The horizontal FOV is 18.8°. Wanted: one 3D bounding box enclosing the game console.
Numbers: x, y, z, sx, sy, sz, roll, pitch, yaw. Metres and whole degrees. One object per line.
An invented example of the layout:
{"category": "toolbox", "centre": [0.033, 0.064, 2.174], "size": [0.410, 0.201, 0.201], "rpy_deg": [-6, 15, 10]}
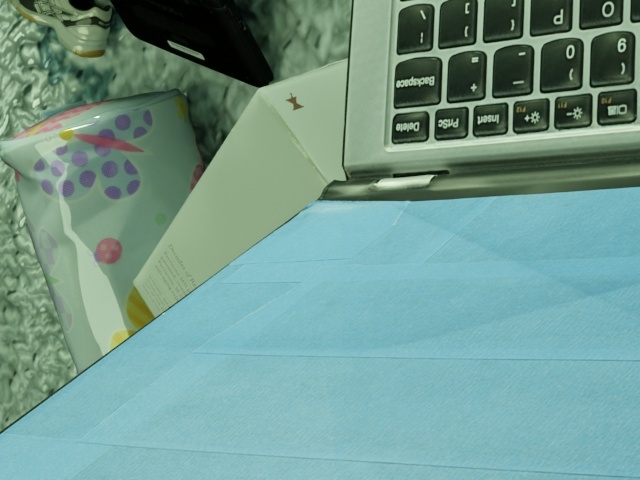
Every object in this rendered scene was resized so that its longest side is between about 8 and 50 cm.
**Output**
{"category": "game console", "centre": [-0.066, -0.155, 1.057], "size": [0.122, 0.071, 0.107], "rpy_deg": [26, 155, 41]}

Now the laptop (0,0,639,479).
{"category": "laptop", "centre": [0.075, -0.093, 0.604], "size": [0.382, 0.236, 0.408], "rpy_deg": [-2, 82, 45]}

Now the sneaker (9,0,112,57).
{"category": "sneaker", "centre": [-0.153, -0.142, 1.154], "size": [0.083, 0.032, 0.037], "rpy_deg": [35, 118, 28]}

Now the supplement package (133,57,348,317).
{"category": "supplement package", "centre": [0.000, 0.000, 0.977], "size": [0.105, 0.105, 0.179], "rpy_deg": [55, 141, 16]}

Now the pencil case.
{"category": "pencil case", "centre": [-0.094, 0.050, 1.106], "size": [0.124, 0.113, 0.273], "rpy_deg": [-161, 53, -78]}
